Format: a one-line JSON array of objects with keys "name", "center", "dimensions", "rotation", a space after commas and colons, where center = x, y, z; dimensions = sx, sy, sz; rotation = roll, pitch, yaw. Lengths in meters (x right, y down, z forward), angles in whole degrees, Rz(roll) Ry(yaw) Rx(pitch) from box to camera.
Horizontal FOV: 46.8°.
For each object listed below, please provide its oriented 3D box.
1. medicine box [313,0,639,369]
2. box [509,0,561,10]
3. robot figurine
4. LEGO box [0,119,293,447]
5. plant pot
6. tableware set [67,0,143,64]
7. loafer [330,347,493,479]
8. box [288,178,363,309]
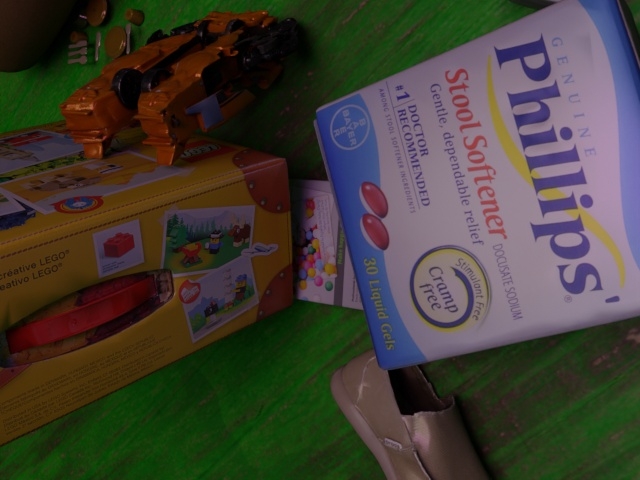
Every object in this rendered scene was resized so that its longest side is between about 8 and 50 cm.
[{"name": "medicine box", "center": [0.175, -0.042, 0.687], "dimensions": [0.289, 0.149, 0.264], "rotation": [-19, 80, 30]}, {"name": "box", "center": [0.225, -0.269, 0.691], "dimensions": [0.101, 0.087, 0.102], "rotation": [28, 105, 31]}, {"name": "robot figurine", "center": [-0.148, -0.191, 0.859], "dimensions": [0.211, 0.291, 0.085], "rotation": [9, 127, 27]}, {"name": "LEGO box", "center": [-0.337, 0.022, 0.798], "dimensions": [0.372, 0.500, 0.193], "rotation": [20, 122, 41]}, {"name": "plant pot", "center": [-0.461, -0.382, 1.098], "dimensions": [0.237, 0.237, 0.254], "rotation": [56, 141, 21]}, {"name": "tableware set", "center": [-0.325, -0.318, 1.114], "dimensions": [0.154, 0.024, 0.104], "rotation": [1, 88, 36]}, {"name": "loafer", "center": [0.114, 0.213, 0.769], "dimensions": [0.268, 0.102, 0.092], "rotation": [47, 121, 25]}, {"name": "box", "center": [0.000, 0.000, 0.884], "dimensions": [0.186, 0.038, 0.145], "rotation": [7, 95, 36]}]
